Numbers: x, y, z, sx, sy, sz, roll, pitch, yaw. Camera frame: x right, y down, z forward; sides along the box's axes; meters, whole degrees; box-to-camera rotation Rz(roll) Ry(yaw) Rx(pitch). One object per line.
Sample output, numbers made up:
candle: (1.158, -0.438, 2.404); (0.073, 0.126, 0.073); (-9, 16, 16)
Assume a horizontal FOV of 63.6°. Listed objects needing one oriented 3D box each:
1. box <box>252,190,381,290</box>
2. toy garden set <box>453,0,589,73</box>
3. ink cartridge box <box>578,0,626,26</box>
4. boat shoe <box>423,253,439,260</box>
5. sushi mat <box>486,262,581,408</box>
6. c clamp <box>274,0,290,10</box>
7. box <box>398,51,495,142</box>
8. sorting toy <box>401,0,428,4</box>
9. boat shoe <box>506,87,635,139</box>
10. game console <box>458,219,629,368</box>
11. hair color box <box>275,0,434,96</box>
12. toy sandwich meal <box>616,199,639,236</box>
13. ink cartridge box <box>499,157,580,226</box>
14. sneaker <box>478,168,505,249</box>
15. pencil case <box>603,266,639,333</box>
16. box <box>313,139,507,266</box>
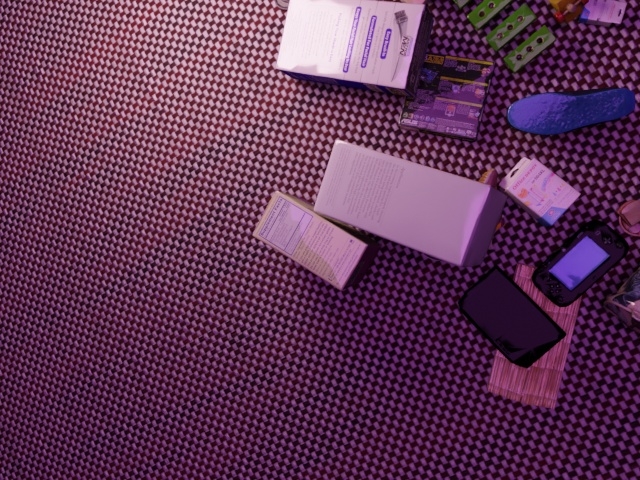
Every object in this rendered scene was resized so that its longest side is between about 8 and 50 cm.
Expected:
box: (0.000, 0.000, 1.219); (0.242, 0.213, 0.117); (32, 98, 12)
toy garden set: (0.453, -0.538, 1.175); (0.203, 0.049, 0.244); (-38, 79, 20)
ink cartridge box: (0.624, -0.505, 1.143); (0.083, 0.028, 0.048); (17, 96, 15)
boat shoe: (0.303, 0.033, 1.228); (0.125, 0.038, 0.046); (16, 94, 14)
sushi mat: (0.494, 0.219, 1.188); (0.151, 0.019, 0.317); (13, 94, 15)
c clamp: (-0.042, -0.657, 1.329); (0.160, 0.022, 0.137); (5, 97, 14)
box: (0.297, -0.343, 1.226); (0.190, 0.045, 0.184); (14, 92, 15)
sorting toy: (0.220, -0.706, 1.220); (0.257, 0.089, 0.255); (43, 101, 11)
boat shoe: (0.544, -0.278, 1.141); (0.258, 0.089, 0.109); (1, 104, 10)
game console: (0.504, 0.097, 1.154); (0.361, 0.044, 0.213); (-46, 78, 11)
hair color box: (0.077, -0.465, 1.228); (0.338, 0.110, 0.185); (17, 99, 23)
toy sandwich meal: (0.695, -0.050, 1.127); (0.085, 0.029, 0.086); (0, 90, 15)
ink cartridge box: (0.482, -0.111, 1.153); (0.143, 0.090, 0.092); (41, 100, 11)
sneaker: (0.392, -0.070, 1.195); (0.083, 0.069, 0.186); (16, 101, 6)
pencil case: (0.766, 0.022, 1.031); (0.159, 0.183, 0.410); (39, 99, 12)
box: (0.197, -0.081, 1.128); (0.345, 0.215, 0.169); (23, 100, 26)
